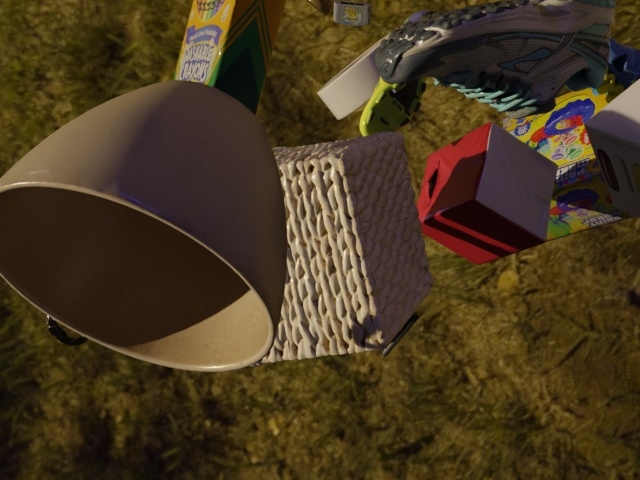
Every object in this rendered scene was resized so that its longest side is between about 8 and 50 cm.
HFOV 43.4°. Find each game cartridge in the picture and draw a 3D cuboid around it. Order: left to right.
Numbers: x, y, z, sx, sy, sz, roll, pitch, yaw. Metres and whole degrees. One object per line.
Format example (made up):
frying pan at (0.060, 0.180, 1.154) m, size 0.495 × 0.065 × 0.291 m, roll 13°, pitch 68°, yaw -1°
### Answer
game cartridge at (0.071, -0.500, 1.776) m, size 0.083 × 0.017 × 0.056 m, roll 5°, pitch 145°, yaw 4°

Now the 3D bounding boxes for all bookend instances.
bookend at (0.161, 0.217, 2.221) m, size 0.156 × 0.157 × 0.072 m, roll -51°, pitch 29°, yaw 15°

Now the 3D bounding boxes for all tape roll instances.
tape roll at (0.130, -0.460, 2.227) m, size 0.286 × 0.286 × 0.100 m, roll -30°, pitch 103°, yaw 42°

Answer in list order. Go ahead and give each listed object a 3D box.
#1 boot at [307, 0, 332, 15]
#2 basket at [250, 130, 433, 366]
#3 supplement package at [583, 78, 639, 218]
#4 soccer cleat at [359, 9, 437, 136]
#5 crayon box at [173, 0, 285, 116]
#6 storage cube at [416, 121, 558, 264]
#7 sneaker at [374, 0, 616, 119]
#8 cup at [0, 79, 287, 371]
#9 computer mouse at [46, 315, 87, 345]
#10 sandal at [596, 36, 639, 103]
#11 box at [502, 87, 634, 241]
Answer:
boot at (0.039, -0.678, 1.852) m, size 0.269 × 0.089 × 0.236 m, roll -44°, pitch 50°, yaw 16°
basket at (0.000, 0.000, 1.333) m, size 0.266 × 0.331 × 0.329 m, roll -9°, pitch 100°, yaw 25°
supplement package at (0.486, -0.107, 0.936) m, size 0.145 × 0.204 × 0.262 m, roll 56°, pitch 173°, yaw -32°
soccer cleat at (0.157, -0.323, 1.598) m, size 0.289 × 0.093 × 0.121 m, roll -62°, pitch 26°, yaw -4°
crayon box at (-0.143, -0.324, 1.257) m, size 0.203 × 0.083 × 0.323 m, roll 19°, pitch 95°, yaw 60°
storage cube at (0.328, -0.087, 1.593) m, size 0.214 × 0.184 × 0.193 m, roll 28°, pitch 153°, yaw -21°
sneaker at (0.186, -0.175, 0.795) m, size 0.110 × 0.282 × 0.122 m, roll 20°, pitch 123°, yaw 62°
cup at (-0.170, -0.039, 0.899) m, size 0.330 × 0.237 × 0.331 m, roll 14°, pitch 146°, yaw 10°
computer mouse at (-0.366, 0.051, 1.049) m, size 0.041 × 0.071 × 0.242 m, roll 6°, pitch 132°, yaw 24°
sandal at (0.641, -0.346, 1.663) m, size 0.138 × 0.126 × 0.317 m, roll -44°, pitch 101°, yaw 9°
box at (0.586, -0.179, 1.852) m, size 0.289 × 0.279 × 0.177 m, roll -20°, pitch 136°, yaw 37°
